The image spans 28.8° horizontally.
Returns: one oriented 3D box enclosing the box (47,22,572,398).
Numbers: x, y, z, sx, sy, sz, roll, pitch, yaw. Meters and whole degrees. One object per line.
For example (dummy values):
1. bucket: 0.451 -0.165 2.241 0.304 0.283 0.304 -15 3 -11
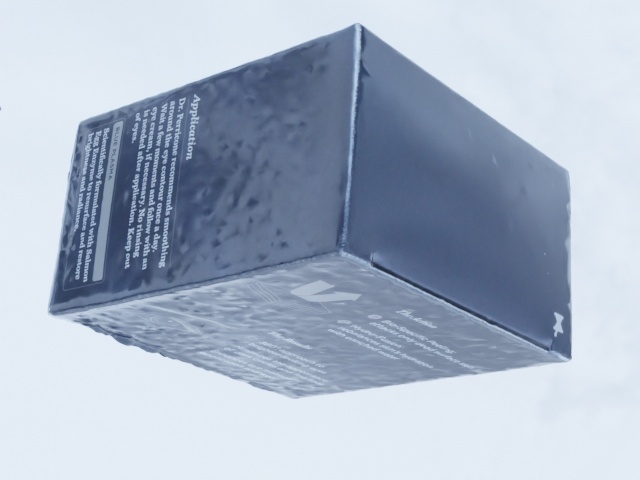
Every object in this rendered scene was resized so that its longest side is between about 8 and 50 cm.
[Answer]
1. box: 0.000 0.000 0.525 0.158 0.093 0.156 -12 154 38
